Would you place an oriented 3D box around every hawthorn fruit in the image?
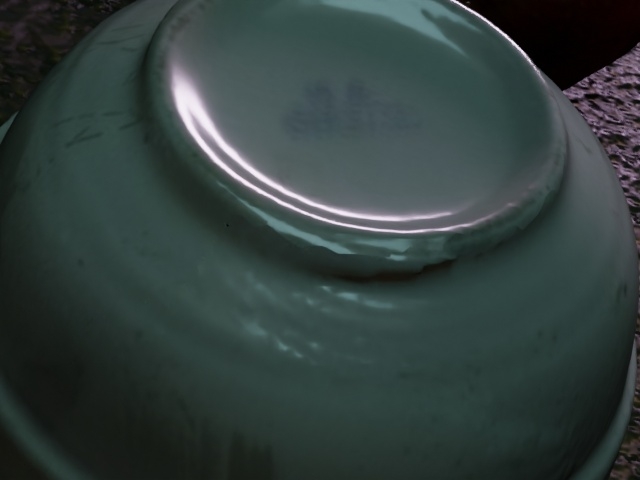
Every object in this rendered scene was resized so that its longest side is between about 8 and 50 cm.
[{"bbox_3d":[0.115,-0.167,0.865,0.179,0.179,0.200,45,36,21],"label":"hawthorn fruit"}]

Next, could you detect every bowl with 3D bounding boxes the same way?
[{"bbox_3d":[0.000,0.000,0.670,0.307,0.163,0.307,9,46,-9],"label":"bowl"}]
